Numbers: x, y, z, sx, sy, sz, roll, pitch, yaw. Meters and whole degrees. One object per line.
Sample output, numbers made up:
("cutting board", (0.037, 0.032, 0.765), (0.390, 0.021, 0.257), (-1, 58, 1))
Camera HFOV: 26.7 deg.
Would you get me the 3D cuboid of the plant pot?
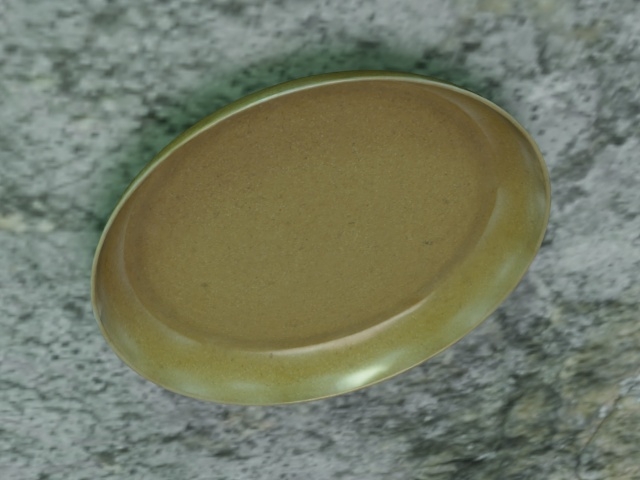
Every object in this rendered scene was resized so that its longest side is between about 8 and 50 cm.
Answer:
("plant pot", (0.000, 0.000, 0.683), (0.236, 0.032, 0.236), (-11, 138, -10))
